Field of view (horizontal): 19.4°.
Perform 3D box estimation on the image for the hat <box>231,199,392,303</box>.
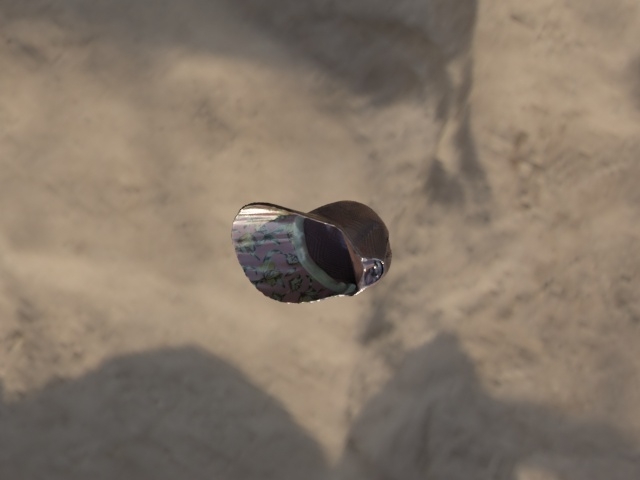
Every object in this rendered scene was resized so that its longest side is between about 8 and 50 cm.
[{"bbox_3d":[-0.002,-0.001,0.973,0.087,0.042,0.058,5,119,27],"label":"hat"}]
